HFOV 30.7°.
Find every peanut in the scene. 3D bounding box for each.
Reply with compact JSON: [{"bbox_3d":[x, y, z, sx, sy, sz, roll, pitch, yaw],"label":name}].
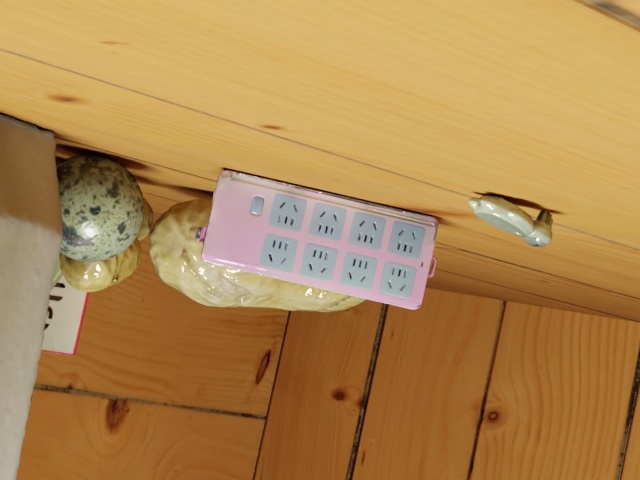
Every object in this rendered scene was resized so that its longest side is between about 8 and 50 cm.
[{"bbox_3d":[-0.294,-0.006,1.605,0.098,0.103,0.229,-24,-154,17],"label":"peanut"},{"bbox_3d":[-0.078,0.024,1.689,0.340,0.158,0.174,9,148,-24],"label":"peanut"}]

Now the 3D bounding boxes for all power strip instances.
[{"bbox_3d":[0.000,0.000,1.322,0.279,0.109,0.037,13,179,-7],"label":"power strip"},{"bbox_3d":[0.175,-0.024,1.049,0.083,0.035,0.055,27,171,-20],"label":"power strip"}]

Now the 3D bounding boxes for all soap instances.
[{"bbox_3d":[-0.464,0.055,1.251,0.350,0.435,0.213,7,174,32],"label":"soap"}]

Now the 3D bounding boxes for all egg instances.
[{"bbox_3d":[-0.290,-0.043,1.459,0.132,0.132,0.172,14,-170,-26],"label":"egg"}]

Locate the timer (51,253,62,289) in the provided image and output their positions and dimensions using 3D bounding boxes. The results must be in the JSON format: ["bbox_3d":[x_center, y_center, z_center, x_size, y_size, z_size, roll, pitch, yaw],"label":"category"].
[{"bbox_3d":[-0.533,-0.043,1.668,0.315,0.291,0.291,35,179,7],"label":"timer"}]

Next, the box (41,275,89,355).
[{"bbox_3d":[-0.585,0.013,1.990,0.312,0.300,0.314,10,176,43],"label":"box"}]
